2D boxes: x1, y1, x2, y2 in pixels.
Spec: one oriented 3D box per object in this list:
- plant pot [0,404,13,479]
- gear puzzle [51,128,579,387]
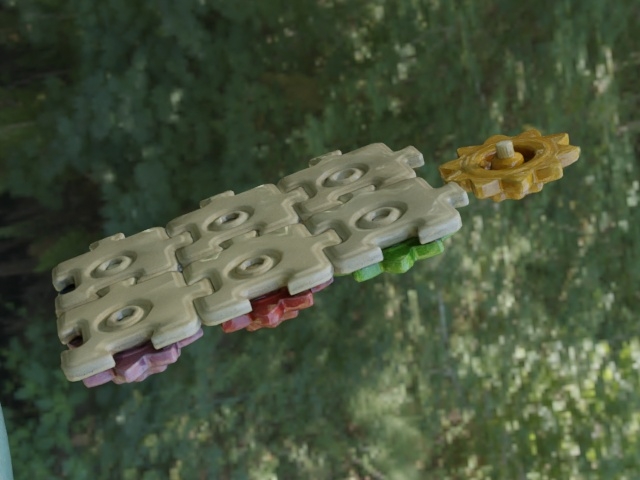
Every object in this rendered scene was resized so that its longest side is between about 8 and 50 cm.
[{"bbox_3d":[-0.240,0.033,0.353,0.293,0.293,0.196,64,13,-63],"label":"plant pot"},{"bbox_3d":[0.000,0.000,0.738,0.175,0.339,0.044,-126,-164,-65],"label":"gear puzzle"}]
